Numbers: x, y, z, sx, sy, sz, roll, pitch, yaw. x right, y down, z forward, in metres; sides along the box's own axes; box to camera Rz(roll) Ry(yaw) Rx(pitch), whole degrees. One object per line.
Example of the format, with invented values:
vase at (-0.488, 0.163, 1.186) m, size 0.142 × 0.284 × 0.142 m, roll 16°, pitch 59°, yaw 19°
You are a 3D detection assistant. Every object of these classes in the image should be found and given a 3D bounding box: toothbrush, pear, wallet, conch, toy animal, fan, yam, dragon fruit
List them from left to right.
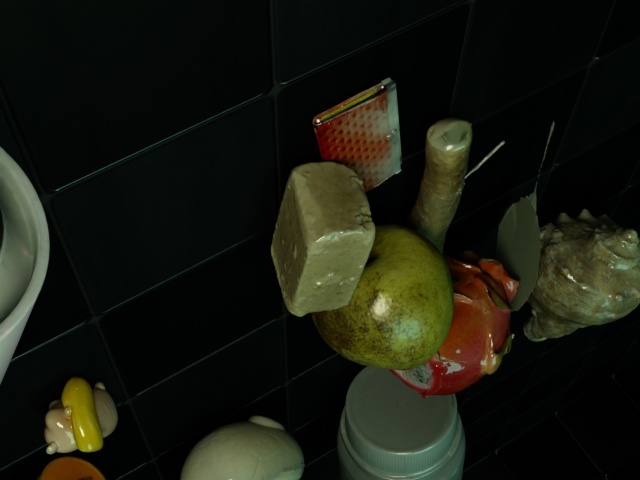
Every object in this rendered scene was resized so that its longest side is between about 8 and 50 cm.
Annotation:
toy animal at (-0.309, 0.219, 1.192) m, size 0.082 × 0.091 × 0.114 m, roll -23°, pitch -173°, yaw 12°
wallet at (0.048, -0.109, 1.126) m, size 0.103 × 0.020 × 0.196 m, roll -29°, pitch 155°, yaw -7°
pear at (0.086, 0.083, 1.285) m, size 0.197 × 0.197 × 0.197 m, roll -28°, pitch 153°, yaw -16°
yam at (0.157, -0.057, 1.300) m, size 0.066 × 0.066 × 0.299 m, roll -26°, pitch 153°, yaw -20°
dragon fruit at (0.188, 0.121, 1.459) m, size 0.227 × 0.224 × 0.224 m, roll -41°, pitch 163°, yaw -43°
toothbrush at (0.227, -0.107, 1.363) m, size 0.097 × 0.008 × 0.006 m, roll -46°, pitch 166°, yaw 17°
fan at (0.321, -0.040, 1.470) m, size 0.010 × 0.182 × 0.310 m, roll 3°, pitch 121°, yaw -12°
conch at (0.480, 0.051, 1.736) m, size 0.297 × 0.210 × 0.352 m, roll -12°, pitch 170°, yaw -27°

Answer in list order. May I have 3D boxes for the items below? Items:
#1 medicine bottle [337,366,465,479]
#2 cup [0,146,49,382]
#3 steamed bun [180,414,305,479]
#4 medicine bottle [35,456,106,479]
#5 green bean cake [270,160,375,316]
medicine bottle at (0.153, 0.381, 1.818) m, size 0.245 × 0.245 × 0.306 m, roll -28°, pitch 146°, yaw -16°
cup at (-0.364, 0.085, 0.694) m, size 0.253 × 0.253 × 0.371 m, roll -12°, pitch 148°, yaw -41°
steamed bun at (-0.132, 0.369, 1.579) m, size 0.228 × 0.130 × 0.177 m, roll -7°, pitch 152°, yaw -47°
medicine bottle at (-0.394, 0.411, 1.351) m, size 0.149 × 0.112 × 0.222 m, roll 0°, pitch 137°, yaw -51°
green bean cake at (0.000, 0.000, 1.131) m, size 0.085 × 0.109 × 0.179 m, roll -6°, pitch 146°, yaw -17°
